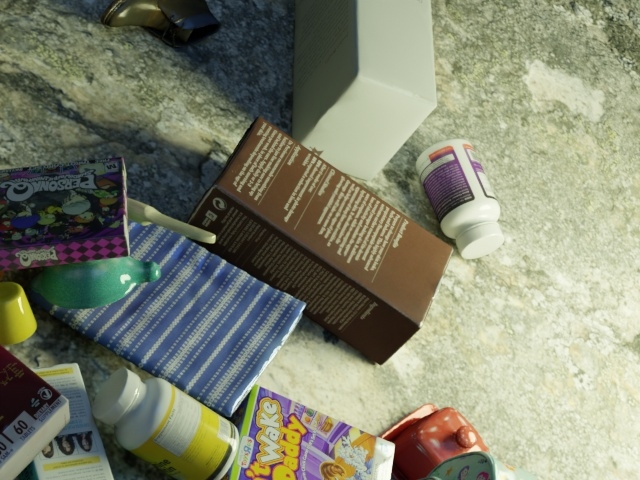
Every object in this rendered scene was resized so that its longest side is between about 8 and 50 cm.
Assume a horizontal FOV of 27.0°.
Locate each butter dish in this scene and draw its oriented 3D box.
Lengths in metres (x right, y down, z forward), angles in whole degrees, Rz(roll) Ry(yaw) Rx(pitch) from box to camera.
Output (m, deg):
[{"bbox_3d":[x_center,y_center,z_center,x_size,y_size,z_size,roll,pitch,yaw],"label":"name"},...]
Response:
[{"bbox_3d":[0.189,0.312,1.971,0.160,0.118,0.160,-28,76,-42],"label":"butter dish"}]

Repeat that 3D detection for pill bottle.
[{"bbox_3d":[-0.204,0.244,1.750,0.184,0.103,0.103,37,43,-25],"label":"pill bottle"},{"bbox_3d":[0.245,-0.070,2.302,0.108,0.108,0.194,-1,58,-34],"label":"pill bottle"}]

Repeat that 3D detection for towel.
[{"bbox_3d":[-0.213,0.085,1.887,0.336,0.040,0.243,29,46,8],"label":"towel"}]

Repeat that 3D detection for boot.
[{"bbox_3d":[-0.260,-0.373,2.223,0.106,0.082,0.219,48,44,11],"label":"boot"}]

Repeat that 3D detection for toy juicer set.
[{"bbox_3d":[-0.332,0.029,1.826,0.329,0.090,0.209,-22,37,-25],"label":"toy juicer set"}]

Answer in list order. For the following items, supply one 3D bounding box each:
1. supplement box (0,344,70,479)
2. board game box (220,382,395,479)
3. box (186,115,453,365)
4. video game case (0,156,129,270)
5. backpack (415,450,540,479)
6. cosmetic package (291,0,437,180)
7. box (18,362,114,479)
[{"bbox_3d":[-0.440,0.182,1.642,0.239,0.073,0.130,36,61,13],"label":"supplement box"},{"bbox_3d":[-0.037,0.391,1.792,0.233,0.078,0.347,25,47,-15],"label":"board game box"},{"bbox_3d":[0.000,0.000,2.073,0.381,0.143,0.191,34,45,-5],"label":"box"},{"bbox_3d":[-0.377,-0.036,1.807,0.232,0.042,0.210,-6,34,-5],"label":"video game case"},{"bbox_3d":[0.190,0.411,1.803,0.191,0.225,0.254,29,63,-15],"label":"backpack"},{"bbox_3d":[0.072,-0.358,2.323,0.161,0.230,0.453,18,50,-22],"label":"cosmetic package"},{"bbox_3d":[-0.331,0.280,1.698,0.100,0.060,0.244,-4,60,-34],"label":"box"}]
